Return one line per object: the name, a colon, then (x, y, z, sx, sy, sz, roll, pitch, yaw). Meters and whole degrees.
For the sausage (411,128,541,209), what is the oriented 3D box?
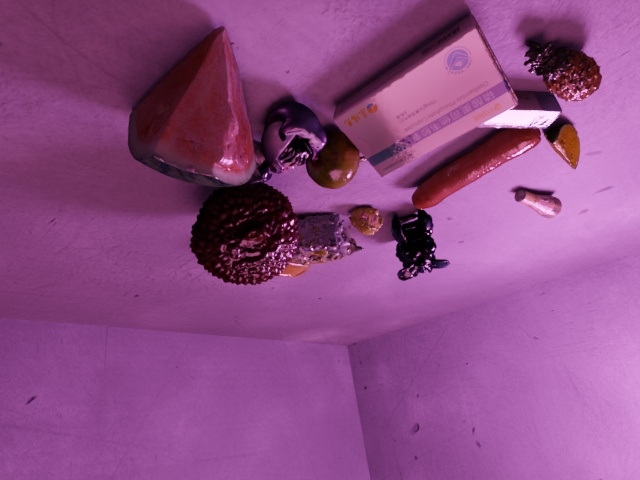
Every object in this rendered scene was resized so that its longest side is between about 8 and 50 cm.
sausage: (0.438, -0.213, 1.274, 0.094, 0.094, 0.419, 38, 135, -19)

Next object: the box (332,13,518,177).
box: (0.222, -0.298, 0.954, 0.343, 0.065, 0.200, -26, 124, 32)

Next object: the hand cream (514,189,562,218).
hand cream: (0.781, -0.138, 1.573, 0.203, 0.084, 0.084, 11, 149, -28)

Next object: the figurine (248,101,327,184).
figurine: (-0.091, -0.232, 1.021, 0.222, 0.145, 0.145, -24, 152, 32)

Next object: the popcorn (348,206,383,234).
popcorn: (0.154, -0.065, 1.485, 0.109, 0.096, 0.089, 17, 144, -20)

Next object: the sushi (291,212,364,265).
sushi: (0.000, 0.000, 1.515, 0.274, 0.139, 0.184, -7, 158, -12)

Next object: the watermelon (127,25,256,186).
watermelon: (-0.268, -0.235, 0.833, 0.251, 0.283, 0.292, -9, 112, -3)

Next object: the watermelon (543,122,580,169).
watermelon: (0.694, -0.282, 1.221, 0.181, 0.092, 0.075, 25, 125, -39)

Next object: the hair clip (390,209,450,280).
hair clip: (0.362, 0.028, 1.619, 0.195, 0.206, 0.310, -15, 154, 9)

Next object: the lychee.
lychee: (-0.209, -0.019, 1.220, 0.306, 0.306, 0.330, 0, 180, -20)

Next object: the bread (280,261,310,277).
bread: (-0.173, 0.063, 1.613, 0.288, 0.119, 0.152, 11, 145, -39)

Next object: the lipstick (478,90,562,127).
lipstick: (0.430, -0.322, 1.062, 0.318, 0.066, 0.068, -3, 154, -14)

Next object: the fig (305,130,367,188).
fig: (0.076, -0.217, 1.143, 0.245, 0.149, 0.149, -14, 163, -41)

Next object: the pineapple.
pineapple: (0.521, -0.377, 0.945, 0.198, 0.108, 0.108, 14, 147, -29)
